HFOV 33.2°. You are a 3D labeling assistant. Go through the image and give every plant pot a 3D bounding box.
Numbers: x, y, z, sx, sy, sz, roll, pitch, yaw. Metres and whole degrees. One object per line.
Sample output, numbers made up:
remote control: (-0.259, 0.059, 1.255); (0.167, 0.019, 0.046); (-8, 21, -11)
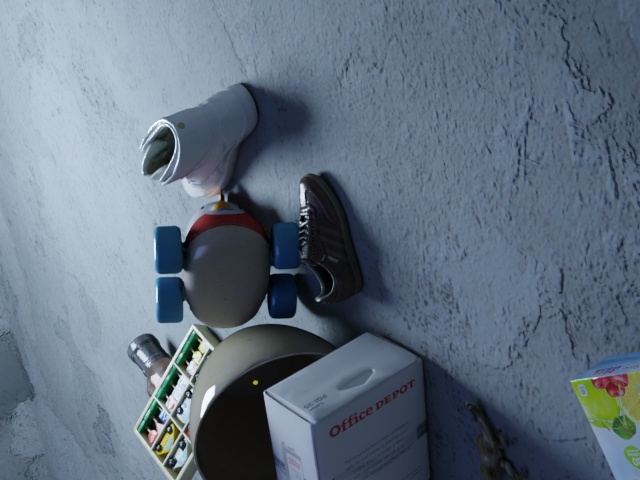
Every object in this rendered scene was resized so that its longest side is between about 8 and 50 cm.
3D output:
plant pot: (-0.082, 0.239, 1.669); (0.191, 0.284, 0.284); (-127, 27, -54)

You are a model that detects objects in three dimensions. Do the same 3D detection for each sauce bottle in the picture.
sauce bottle: (-0.280, 0.318, 2.194); (0.344, 0.111, 0.111); (45, 145, 34)

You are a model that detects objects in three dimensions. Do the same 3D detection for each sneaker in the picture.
sneaker: (0.000, 0.000, 1.529); (0.066, 0.071, 0.189); (-11, 102, 61)
sneaker: (-0.218, -0.132, 1.693); (0.108, 0.169, 0.292); (56, 151, 13)

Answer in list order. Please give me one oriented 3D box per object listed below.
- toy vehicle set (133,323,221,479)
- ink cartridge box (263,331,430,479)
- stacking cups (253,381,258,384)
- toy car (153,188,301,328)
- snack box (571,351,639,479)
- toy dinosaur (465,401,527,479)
toy vehicle set: (-0.251, 0.317, 2.075); (0.166, 0.035, 0.267); (42, 110, 36)
ink cartridge box: (0.047, 0.302, 1.536); (0.117, 0.207, 0.283); (25, 131, 45)
stacking cups: (-0.033, 0.325, 1.805); (0.316, 0.096, 0.096); (40, 142, 37)
toy car: (-0.156, -0.005, 1.711); (0.238, 0.219, 0.210); (-102, 13, -46)
snack box: (0.369, 0.212, 1.078); (0.174, 0.070, 0.207); (-26, 90, 61)
toy dinosaur: (0.227, 0.299, 1.416); (0.092, 0.053, 0.183); (-142, 44, -65)
